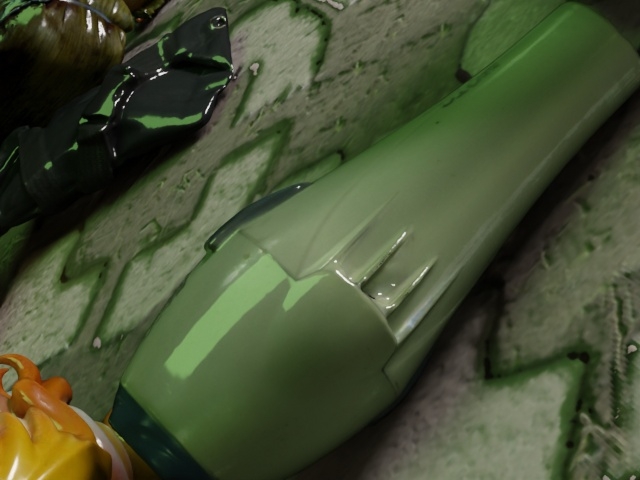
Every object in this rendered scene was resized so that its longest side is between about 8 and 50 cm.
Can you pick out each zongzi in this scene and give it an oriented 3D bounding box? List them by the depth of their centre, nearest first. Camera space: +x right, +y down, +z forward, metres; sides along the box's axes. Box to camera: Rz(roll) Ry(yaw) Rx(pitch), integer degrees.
[{"bbox_3d":[-0.298,-0.075,1.485,0.286,0.138,0.300,-1,66,49],"label":"zongzi"}]

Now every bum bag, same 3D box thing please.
[{"bbox_3d":[-0.164,-0.082,1.329,0.248,0.060,0.123,-34,28,28],"label":"bum bag"}]

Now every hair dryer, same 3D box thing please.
[{"bbox_3d":[0.029,-0.016,0.903,0.296,0.119,0.298,-37,14,11],"label":"hair dryer"}]

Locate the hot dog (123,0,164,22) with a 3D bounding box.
[{"bbox_3d":[-0.113,-0.258,1.498,0.188,0.055,0.072,-45,28,8],"label":"hot dog"}]

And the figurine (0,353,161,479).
[{"bbox_3d":[-0.199,0.165,0.883,0.320,0.196,0.323,-14,6,-17],"label":"figurine"}]
